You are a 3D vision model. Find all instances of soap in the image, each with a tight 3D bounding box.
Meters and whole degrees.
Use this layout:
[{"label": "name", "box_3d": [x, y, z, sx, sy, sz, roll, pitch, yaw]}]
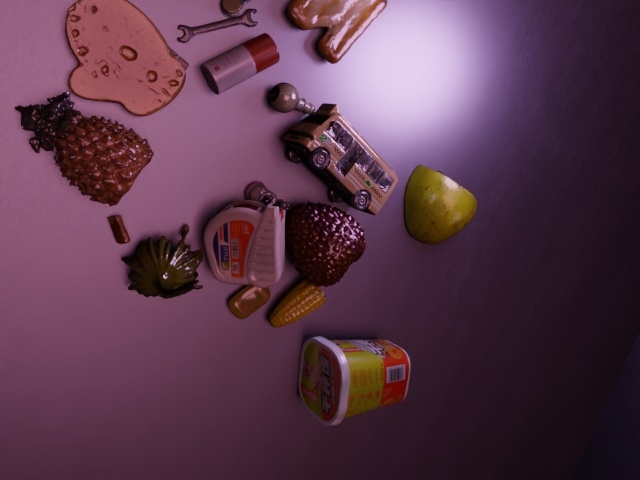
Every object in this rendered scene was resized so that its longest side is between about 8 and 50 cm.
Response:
[{"label": "soap", "box_3d": [-0.226, 0.188, 1.989, 0.140, 0.045, 0.089, -37, 116, -15]}]

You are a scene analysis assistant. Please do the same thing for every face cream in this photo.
[{"label": "face cream", "box_3d": [-0.231, -0.515, 1.812, 0.214, 0.096, 0.096, -33, 112, -16]}]

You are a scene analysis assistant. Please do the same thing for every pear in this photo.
[{"label": "pear", "box_3d": [0.416, -0.095, 2.193, 0.288, 0.139, 0.239, 32, 95, -26]}]

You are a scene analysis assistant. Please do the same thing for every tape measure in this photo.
[{"label": "tape measure", "box_3d": [-0.213, 0.003, 1.865, 0.265, 0.130, 0.258, 4, 111, 10]}]

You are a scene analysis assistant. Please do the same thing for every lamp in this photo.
[{"label": "lamp", "box_3d": [-0.080, -0.424, 1.916, 0.163, 0.091, 0.091, 16, 94, -42]}]

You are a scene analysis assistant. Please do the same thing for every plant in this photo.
[{"label": "plant", "box_3d": [-0.449, 0.082, 1.714, 0.251, 0.333, 0.180, -31, 98, 0]}]

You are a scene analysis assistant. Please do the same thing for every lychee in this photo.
[{"label": "lychee", "box_3d": [0.000, 0.000, 1.959, 0.271, 0.271, 0.271, -5, 103, -24]}]

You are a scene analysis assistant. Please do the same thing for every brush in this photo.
[{"label": "brush", "box_3d": [-0.177, -0.738, 1.827, 0.266, 0.027, 0.062, -37, 92, -16]}]

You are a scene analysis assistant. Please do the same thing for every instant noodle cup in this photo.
[{"label": "instant noodle cup", "box_3d": [0.123, 0.456, 2.104, 0.307, 0.294, 0.294, 1, 100, -32]}]

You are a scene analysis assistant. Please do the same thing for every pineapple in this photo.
[{"label": "pineapple", "box_3d": [-0.633, -0.262, 1.631, 0.357, 0.223, 0.223, 37, 84, -16]}]

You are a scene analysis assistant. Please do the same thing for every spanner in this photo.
[{"label": "spanner", "box_3d": [-0.296, -0.622, 1.803, 0.254, 0.015, 0.054, -22, 108, -20]}]

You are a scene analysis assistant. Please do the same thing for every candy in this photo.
[{"label": "candy", "box_3d": [-0.085, 0.212, 2.031, 0.199, 0.106, 0.094, -36, 132, -10]}]

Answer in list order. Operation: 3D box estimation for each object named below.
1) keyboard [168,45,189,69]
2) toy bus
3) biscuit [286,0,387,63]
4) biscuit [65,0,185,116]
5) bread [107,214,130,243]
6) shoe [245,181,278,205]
[{"label": "keyboard", "box_3d": [-0.460, -0.537, 1.744, 0.195, 0.018, 0.060, 37, 87, -26]}, {"label": "toy bus", "box_3d": [0.066, -0.248, 1.958, 0.365, 0.177, 0.202, 42, 81, -33]}, {"label": "biscuit", "box_3d": [0.054, -0.722, 1.922, 0.237, 0.062, 0.291, 41, 82, -27]}, {"label": "biscuit", "box_3d": [-0.550, -0.484, 1.686, 0.287, 0.057, 0.344, -44, 116, -5]}, {"label": "bread", "box_3d": [-0.574, -0.032, 1.782, 0.036, 0.047, 0.083, -37, 120, -47]}, {"label": "shoe", "box_3d": [-0.156, -0.099, 1.935, 0.089, 0.092, 0.180, -37, 114, -15]}]
